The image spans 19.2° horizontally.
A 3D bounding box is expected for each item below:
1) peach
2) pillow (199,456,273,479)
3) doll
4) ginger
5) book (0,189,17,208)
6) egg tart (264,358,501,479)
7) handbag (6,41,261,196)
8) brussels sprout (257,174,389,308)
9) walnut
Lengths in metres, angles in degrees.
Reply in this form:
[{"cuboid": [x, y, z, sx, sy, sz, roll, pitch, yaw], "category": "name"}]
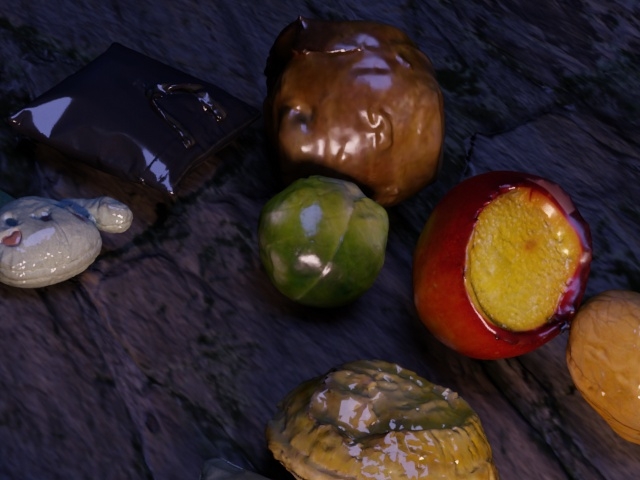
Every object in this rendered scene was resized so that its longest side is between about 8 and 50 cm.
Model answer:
[{"cuboid": [0.194, 0.028, 2.020, 0.196, 0.189, 0.226, -5, 21, 3], "category": "peach"}, {"cuboid": [0.013, 0.291, 1.692, 0.302, 0.075, 0.185, 19, 31, -2], "category": "pillow"}, {"cuboid": [-0.290, 0.000, 1.939, 0.214, 0.071, 0.103, -22, 46, -36], "category": "doll"}, {"cuboid": [0.040, -0.136, 2.183, 0.200, 0.269, 0.223, -3, 77, -8], "category": "ginger"}, {"cuboid": [-0.388, -0.043, 1.993, 0.135, 0.017, 0.103, 32, 36, 16], "category": "book"}, {"cuboid": [0.069, 0.187, 1.806, 0.232, 0.098, 0.252, -4, 27, -43], "category": "egg tart"}, {"cuboid": [-0.203, -0.140, 2.156, 0.211, 0.088, 0.254, 26, 32, 12], "category": "handbag"}, {"cuboid": [-0.004, 0.002, 2.034, 0.155, 0.117, 0.155, 29, 35, -23], "category": "brussels sprout"}, {"cuboid": [0.336, 0.128, 2.010, 0.144, 0.144, 0.180, -3, 37, -30], "category": "walnut"}]
